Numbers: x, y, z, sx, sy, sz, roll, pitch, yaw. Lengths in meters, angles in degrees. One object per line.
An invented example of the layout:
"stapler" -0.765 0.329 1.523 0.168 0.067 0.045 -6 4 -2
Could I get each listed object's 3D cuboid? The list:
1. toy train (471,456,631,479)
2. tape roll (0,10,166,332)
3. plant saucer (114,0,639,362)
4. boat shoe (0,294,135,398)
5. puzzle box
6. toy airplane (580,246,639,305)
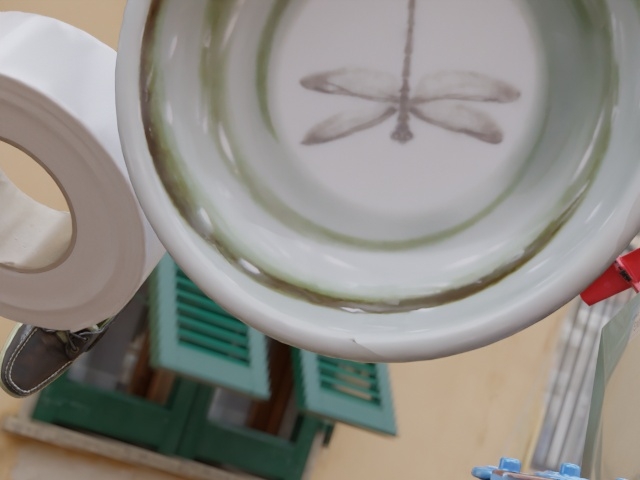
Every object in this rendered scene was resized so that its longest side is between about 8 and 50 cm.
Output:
"toy train" 0.160 0.173 0.749 0.184 0.080 0.105 16 -8 -33
"tape roll" -0.262 -0.057 1.170 0.286 0.100 0.286 12 -51 15
"plant saucer" 0.056 -0.115 0.907 0.400 0.400 0.100 16 0 17
"boat shoe" -0.291 0.092 1.525 0.080 0.223 0.073 48 -24 -16
"puzzle box" 0.315 0.164 1.196 0.052 0.272 0.409 13 -17 1
"toy airplane" 0.437 0.065 1.799 0.151 0.151 0.028 17 22 6
